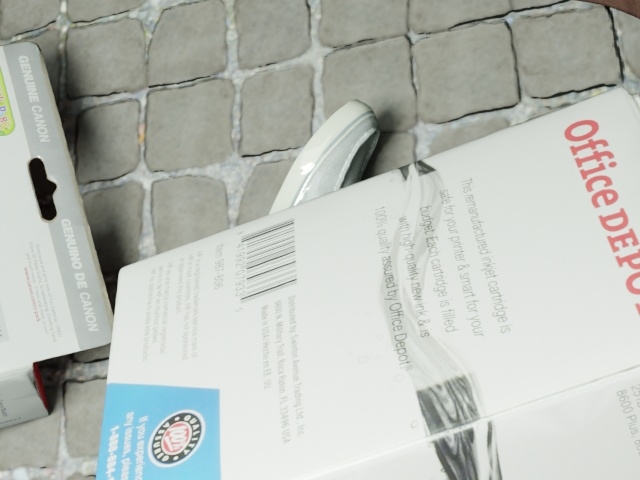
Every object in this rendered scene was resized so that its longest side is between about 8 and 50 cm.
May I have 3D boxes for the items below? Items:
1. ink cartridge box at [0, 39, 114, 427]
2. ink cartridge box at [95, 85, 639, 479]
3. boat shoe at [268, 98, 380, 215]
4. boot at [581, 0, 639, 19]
[{"bbox_3d":[-0.334,0.008,1.157,0.272,0.130,0.309,-13,67,-11],"label":"ink cartridge box"},{"bbox_3d":[0.069,0.090,0.894,0.395,0.166,0.285,-20,33,10],"label":"ink cartridge box"},{"bbox_3d":[-0.001,0.000,1.087,0.081,0.079,0.227,29,91,17],"label":"boat shoe"},{"bbox_3d":[0.276,-0.176,1.040,0.207,0.090,0.248,12,79,36],"label":"boot"}]
